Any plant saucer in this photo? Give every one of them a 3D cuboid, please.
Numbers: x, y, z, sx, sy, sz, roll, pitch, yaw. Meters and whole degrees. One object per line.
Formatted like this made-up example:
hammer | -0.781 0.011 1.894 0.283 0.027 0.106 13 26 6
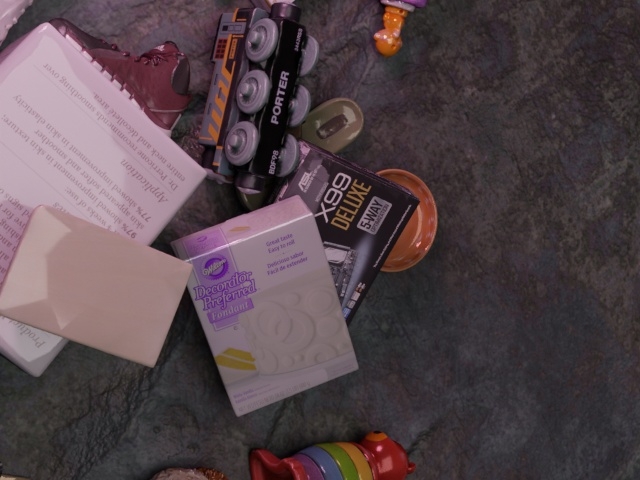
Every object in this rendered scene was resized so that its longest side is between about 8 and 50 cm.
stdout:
plant saucer | 0.134 -0.039 2.047 0.200 0.037 0.199 -2 95 -26

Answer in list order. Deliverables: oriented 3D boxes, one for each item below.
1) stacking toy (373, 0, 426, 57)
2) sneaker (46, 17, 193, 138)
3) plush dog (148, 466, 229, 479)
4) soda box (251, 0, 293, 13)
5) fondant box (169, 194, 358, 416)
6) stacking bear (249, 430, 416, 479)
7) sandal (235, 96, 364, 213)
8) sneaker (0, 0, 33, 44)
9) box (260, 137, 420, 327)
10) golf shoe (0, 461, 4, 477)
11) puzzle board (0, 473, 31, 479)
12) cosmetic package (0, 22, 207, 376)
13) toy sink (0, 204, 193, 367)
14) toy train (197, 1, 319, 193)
stacking toy | 0.162 -0.492 1.985 0.175 0.166 0.301 9 101 -36
sneaker | -0.325 -0.304 1.780 0.281 0.106 0.162 47 68 -32
plush dog | -0.242 0.507 1.830 0.263 0.210 0.225 -11 72 -27
soda box | -0.036 -0.498 1.918 0.216 0.069 0.074 -43 110 -17
fondant box | -0.093 0.116 1.831 0.238 0.096 0.330 -21 117 -8
stacking bear | 0.039 0.440 1.970 0.289 0.175 0.164 -11 96 -33
sandal | -0.035 -0.166 1.927 0.303 0.086 0.120 -41 109 -17
sneaker | -0.513 -0.390 1.684 0.305 0.114 0.152 -25 117 -19
box | 0.000 0.000 1.908 0.243 0.076 0.307 24 103 -26
golf shoe | -0.589 0.312 1.692 0.094 0.077 0.198 -26 99 -16
puzzle board | -0.547 0.451 1.757 0.096 0.011 0.128 16 85 -25
cosmetic package | -0.455 -0.063 1.594 0.329 0.327 0.393 45 74 -22
toy sink | -0.319 0.056 1.416 0.234 0.131 0.152 24 83 -31
toy train | -0.118 -0.249 1.827 0.142 0.190 0.333 11 91 -43
